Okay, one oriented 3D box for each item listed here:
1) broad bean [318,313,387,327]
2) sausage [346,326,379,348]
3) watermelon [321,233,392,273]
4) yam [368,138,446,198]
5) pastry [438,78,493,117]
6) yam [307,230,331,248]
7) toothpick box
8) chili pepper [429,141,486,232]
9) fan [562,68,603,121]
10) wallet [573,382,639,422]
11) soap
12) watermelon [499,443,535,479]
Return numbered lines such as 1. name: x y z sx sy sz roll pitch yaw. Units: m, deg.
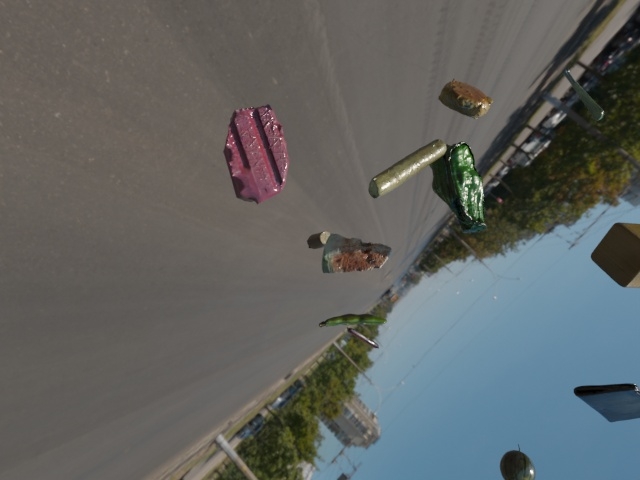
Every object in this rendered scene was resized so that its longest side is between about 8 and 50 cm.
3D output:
1. broad bean: 0.129 0.315 1.659 0.060 0.296 0.043 -128 -138 -64
2. sausage: 0.183 0.417 1.788 0.025 0.198 0.028 -55 -156 -4
3. watermelon: 0.122 0.053 1.426 0.154 0.240 0.095 -69 158 -60
4. yam: 0.312 -0.260 1.495 0.371 0.083 0.083 -33 164 -27
5. pastry: 0.606 -0.600 1.771 0.229 0.218 0.100 -87 -165 -50
6. yam: -0.003 -0.001 2.043 0.084 0.084 0.127 -39 -170 -30
7. toothpick box: 1.018 0.049 1.265 0.307 0.188 0.191 2 128 -16
8. chili pepper: 0.563 -0.211 1.732 0.212 0.386 0.167 -12 174 -31
9. fan: 0.744 -0.420 1.188 0.016 0.193 0.038 -16 155 -3
10. wallet: 0.925 0.498 1.290 0.172 0.317 0.045 -27 -137 38
11. soap: -0.222 -0.295 1.465 0.219 0.326 0.127 -17 -177 -10
12. watermelon: 0.631 0.718 1.339 0.105 0.105 0.133 112 -4 -63
